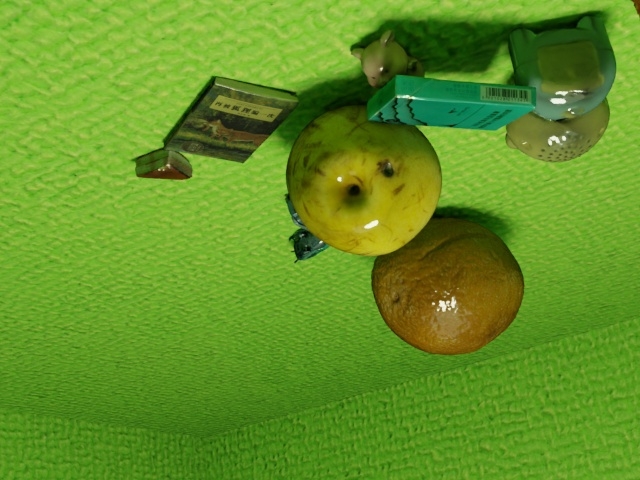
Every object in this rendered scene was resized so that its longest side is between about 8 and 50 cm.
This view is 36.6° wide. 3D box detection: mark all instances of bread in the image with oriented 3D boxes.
[{"bbox_3d":[-0.281,-0.140,1.771,0.109,0.043,0.062,2,157,-21],"label":"bread"}]

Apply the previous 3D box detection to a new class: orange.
[{"bbox_3d":[0.297,0.102,2.220,0.357,0.322,0.322,-3,160,-42],"label":"orange"}]

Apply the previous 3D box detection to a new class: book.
[{"bbox_3d":[-0.158,-0.205,1.683,0.160,0.024,0.228,8,154,-29],"label":"book"}]

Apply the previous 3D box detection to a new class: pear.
[{"bbox_3d":[0.073,-0.104,1.670,0.280,0.281,0.281,-7,158,-3],"label":"pear"}]

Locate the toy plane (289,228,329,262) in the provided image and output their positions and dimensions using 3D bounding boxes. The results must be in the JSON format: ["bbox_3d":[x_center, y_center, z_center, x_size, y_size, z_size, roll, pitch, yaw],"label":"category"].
[{"bbox_3d":[0.000,0.000,2.190,0.096,0.060,0.235,-4,162,-30],"label":"toy plane"}]

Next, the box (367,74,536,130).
[{"bbox_3d":[0.202,-0.214,1.526,0.226,0.042,0.161,3,172,-12],"label":"box"}]

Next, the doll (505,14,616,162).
[{"bbox_3d":[0.400,-0.236,1.620,0.177,0.161,0.261,-11,155,3],"label":"doll"}]

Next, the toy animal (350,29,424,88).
[{"bbox_3d":[0.114,-0.276,1.546,0.083,0.089,0.150,-38,145,15],"label":"toy animal"}]

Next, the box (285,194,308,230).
[{"bbox_3d":[-0.020,-0.063,2.017,0.054,0.074,0.099,-31,151,23],"label":"box"}]

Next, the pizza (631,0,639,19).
[{"bbox_3d":[0.511,-0.394,1.377,0.289,0.081,0.229,-13,158,9],"label":"pizza"}]
